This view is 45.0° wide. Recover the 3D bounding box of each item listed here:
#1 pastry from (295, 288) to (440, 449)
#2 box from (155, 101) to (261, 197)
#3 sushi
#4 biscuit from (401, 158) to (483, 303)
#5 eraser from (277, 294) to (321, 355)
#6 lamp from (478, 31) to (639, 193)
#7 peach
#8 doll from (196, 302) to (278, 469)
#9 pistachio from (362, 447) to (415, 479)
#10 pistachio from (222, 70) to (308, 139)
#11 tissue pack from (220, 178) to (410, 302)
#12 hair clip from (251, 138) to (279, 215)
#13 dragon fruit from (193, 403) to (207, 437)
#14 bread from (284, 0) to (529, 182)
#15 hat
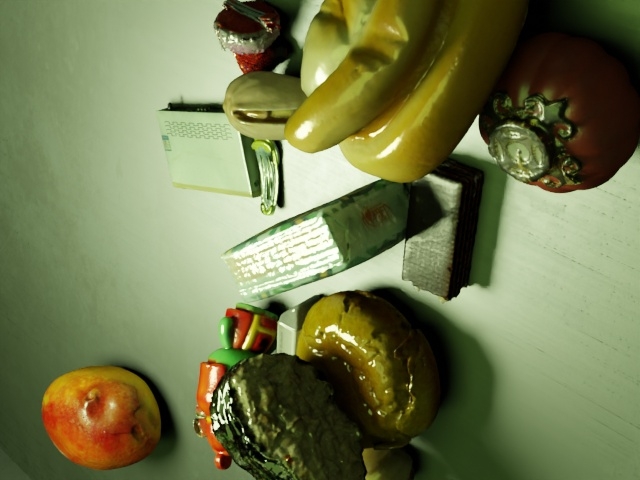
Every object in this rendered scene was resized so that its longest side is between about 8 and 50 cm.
[{"bbox_3d":[0.085,0.263,1.540,0.356,0.164,0.355,26,131,35],"label":"pastry"},{"bbox_3d":[-0.244,-0.201,1.688,0.270,0.045,0.210,8,116,41],"label":"box"},{"bbox_3d":[-0.053,0.370,1.471,0.171,0.211,0.350,-36,87,45],"label":"sushi"},{"bbox_3d":[0.208,-0.016,1.342,0.106,0.070,0.252,23,125,34],"label":"biscuit"},{"bbox_3d":[-0.050,0.269,1.723,0.061,0.089,0.351,26,127,35],"label":"eraser"},{"bbox_3d":[0.325,-0.174,1.055,0.227,0.227,0.226,21,125,34],"label":"lamp"},{"bbox_3d":[-0.631,0.510,2.248,0.373,0.290,0.372,30,137,32],"label":"peach"},{"bbox_3d":[-0.189,0.323,1.721,0.160,0.183,0.362,-4,69,34],"label":"doll"},{"bbox_3d":[0.107,0.494,1.668,0.210,0.130,0.165,-12,60,29],"label":"pistachio"},{"bbox_3d":[-0.080,-0.249,1.426,0.223,0.152,0.126,8,116,24],"label":"pistachio"},{"bbox_3d":[0.000,0.000,1.432,0.311,0.228,0.128,-23,94,46],"label":"tissue pack"},{"bbox_3d":[-0.109,-0.141,1.601,0.060,0.033,0.188,14,118,36],"label":"hair clip"},{"bbox_3d":[-0.179,0.442,1.860,0.269,0.198,0.200,44,178,20],"label":"dragon fruit"},{"bbox_3d":[0.116,-0.299,1.072,0.245,0.329,0.423,20,105,-8],"label":"bread"},{"bbox_3d":[-0.123,-0.348,1.472,0.140,0.128,0.227,16,140,18],"label":"hat"}]
